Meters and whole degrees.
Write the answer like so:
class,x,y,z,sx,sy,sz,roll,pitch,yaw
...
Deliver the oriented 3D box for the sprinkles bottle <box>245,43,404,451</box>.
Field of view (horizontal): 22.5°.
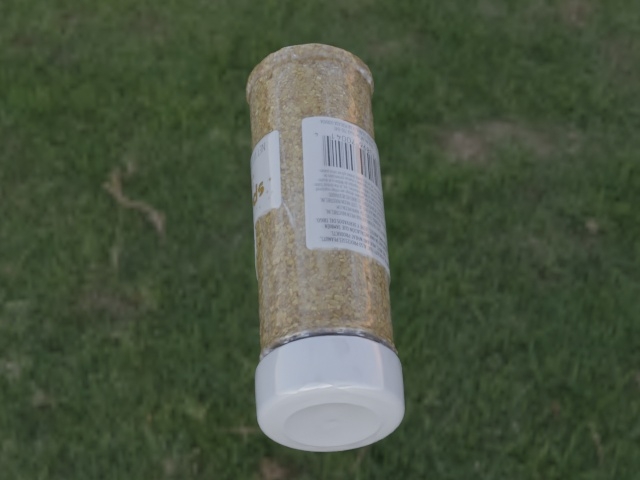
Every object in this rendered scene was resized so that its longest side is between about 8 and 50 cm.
class,x,y,z,sx,sy,sz,roll,pitch,yaw
sprinkles bottle,0.000,0.000,1.388,0.121,0.121,0.355,-1,57,-4
